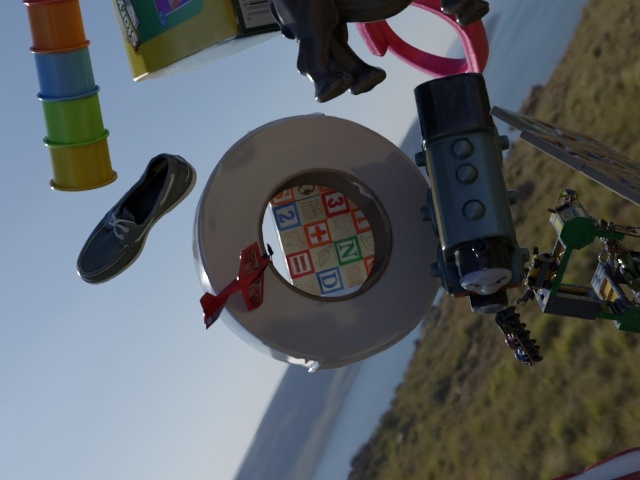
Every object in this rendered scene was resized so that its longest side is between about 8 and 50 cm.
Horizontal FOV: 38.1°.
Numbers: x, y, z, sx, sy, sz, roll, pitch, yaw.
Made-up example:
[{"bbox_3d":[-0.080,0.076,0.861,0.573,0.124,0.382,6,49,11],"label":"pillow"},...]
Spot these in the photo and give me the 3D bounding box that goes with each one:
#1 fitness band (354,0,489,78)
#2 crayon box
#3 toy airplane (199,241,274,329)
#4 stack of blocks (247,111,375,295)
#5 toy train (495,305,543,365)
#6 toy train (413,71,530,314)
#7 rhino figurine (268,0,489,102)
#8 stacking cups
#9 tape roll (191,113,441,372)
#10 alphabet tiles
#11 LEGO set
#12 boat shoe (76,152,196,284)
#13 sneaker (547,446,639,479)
[{"bbox_3d":[0.162,-0.334,1.491,0.054,0.209,0.291,-68,-23,-9],"label":"fitness band"},{"bbox_3d":[-0.170,-0.393,1.082,0.106,0.362,0.313,-19,9,-30],"label":"crayon box"},{"bbox_3d":[-0.112,0.063,1.247,0.151,0.028,0.151,-46,-25,-29],"label":"toy airplane"},{"bbox_3d":[-0.002,-0.064,1.581,0.087,0.171,0.297,-134,28,-77],"label":"stack of blocks"},{"bbox_3d":[0.275,0.136,1.288,0.158,0.036,0.027,49,-155,-49],"label":"toy train"},{"bbox_3d":[0.202,-0.068,1.281,0.190,0.142,0.333,56,-154,-68],"label":"toy train"},{"bbox_3d":[0.073,-0.199,0.644,0.243,0.106,0.073,-33,-7,-1],"label":"rhino figurine"},{"bbox_3d":[-0.336,-0.229,1.239,0.096,0.096,0.316,-60,-31,-67],"label":"stacking cups"},{"bbox_3d":[0.000,0.000,1.408,0.392,0.392,0.072,-63,7,-22],"label":"tape roll"},{"bbox_3d":[0.308,-0.036,0.799,0.343,0.285,0.011,2,-61,-55],"label":"alphabet tiles"},{"bbox_3d":[0.510,0.023,1.649,0.192,0.332,0.254,-95,8,-62],"label":"LEGO set"},{"bbox_3d":[-0.382,-0.049,1.841,0.319,0.116,0.099,-47,-21,1],"label":"boat shoe"},{"bbox_3d":[0.282,0.308,0.958,0.221,0.087,0.128,-46,45,42],"label":"sneaker"}]
